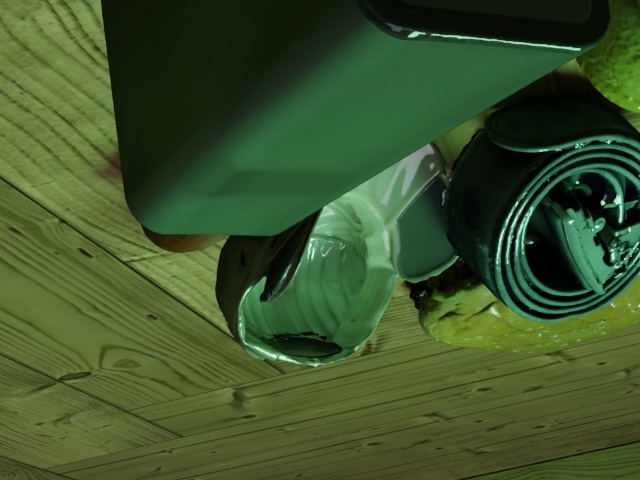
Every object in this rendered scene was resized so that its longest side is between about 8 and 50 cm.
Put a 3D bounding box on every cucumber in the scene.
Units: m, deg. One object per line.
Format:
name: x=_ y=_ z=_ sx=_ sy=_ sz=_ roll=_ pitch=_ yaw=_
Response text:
cucumber: x=0.162 y=0.084 z=1.997 sx=0.053 sy=0.053 sz=0.181 roll=-19 pitch=157 yaw=24

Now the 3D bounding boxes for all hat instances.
hat: x=0.005 y=-0.004 z=1.517 sx=0.232 sy=0.161 sz=0.275 roll=-11 pitch=143 yaw=-43

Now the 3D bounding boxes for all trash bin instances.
trash bin: x=-0.010 y=-0.153 z=0.956 sx=0.158 sy=0.223 sz=0.343 roll=2 pitch=161 yaw=-32

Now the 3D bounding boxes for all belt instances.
belt: x=0.225 y=-0.032 z=1.478 sx=0.206 sy=0.116 sz=0.267 roll=-46 pitch=139 yaw=7

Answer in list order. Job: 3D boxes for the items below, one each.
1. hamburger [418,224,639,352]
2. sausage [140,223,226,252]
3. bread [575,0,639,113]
hamburger: x=0.242 y=0.043 z=1.747 sx=0.283 sy=0.145 sz=0.259 roll=13 pitch=156 yaw=-39
sausage: x=-0.035 y=-0.093 z=1.310 sx=0.094 sy=0.094 sz=0.419 roll=-34 pitch=178 yaw=-38
bread: x=0.276 y=-0.164 z=1.251 sx=0.129 sy=0.111 sz=0.114 roll=-10 pitch=154 yaw=-16
